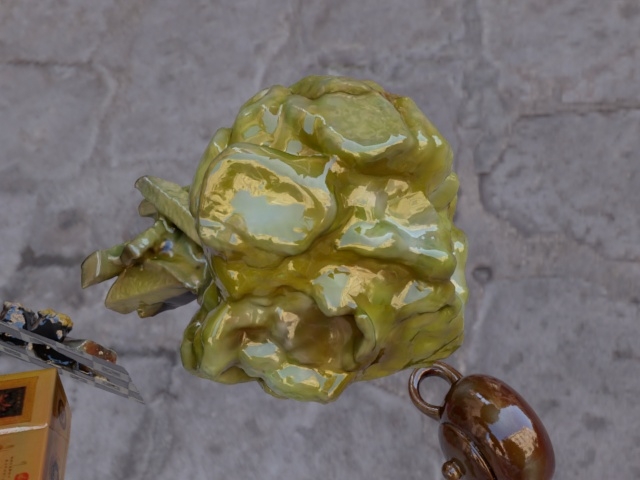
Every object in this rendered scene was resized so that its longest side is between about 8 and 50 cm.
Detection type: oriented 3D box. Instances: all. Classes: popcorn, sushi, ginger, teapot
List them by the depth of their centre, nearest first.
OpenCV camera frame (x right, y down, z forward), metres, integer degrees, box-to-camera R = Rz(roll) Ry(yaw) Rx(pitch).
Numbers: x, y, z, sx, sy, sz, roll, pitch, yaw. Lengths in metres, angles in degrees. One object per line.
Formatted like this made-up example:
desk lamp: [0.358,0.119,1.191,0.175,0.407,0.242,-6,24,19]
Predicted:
popcorn: [0.003,-0.004,1.191,0.292,0.334,0.293,3,18,15]
sushi: [-0.284,0.104,1.243,0.210,0.193,0.040,19,70,6]
teapot: [0.198,0.251,1.506,0.135,0.178,0.252,-32,55,-22]
ginger: [-0.250,-0.039,2.114,0.413,0.211,0.358,-58,19,-9]

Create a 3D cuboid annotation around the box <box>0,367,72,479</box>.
box: [-0.327,0.242,1.053,0.174,0.076,0.274,-7,38,-1]
